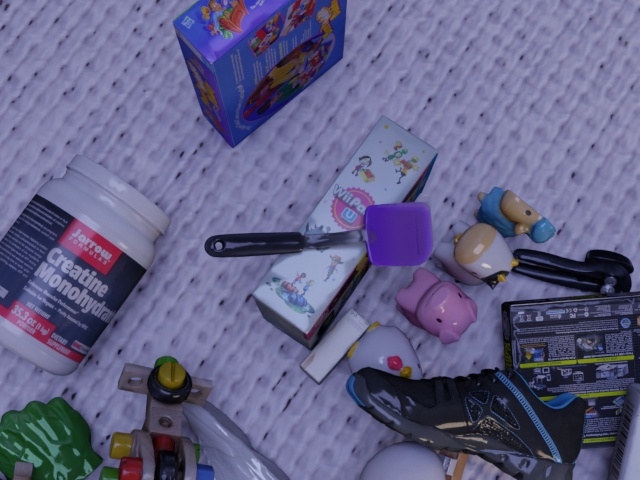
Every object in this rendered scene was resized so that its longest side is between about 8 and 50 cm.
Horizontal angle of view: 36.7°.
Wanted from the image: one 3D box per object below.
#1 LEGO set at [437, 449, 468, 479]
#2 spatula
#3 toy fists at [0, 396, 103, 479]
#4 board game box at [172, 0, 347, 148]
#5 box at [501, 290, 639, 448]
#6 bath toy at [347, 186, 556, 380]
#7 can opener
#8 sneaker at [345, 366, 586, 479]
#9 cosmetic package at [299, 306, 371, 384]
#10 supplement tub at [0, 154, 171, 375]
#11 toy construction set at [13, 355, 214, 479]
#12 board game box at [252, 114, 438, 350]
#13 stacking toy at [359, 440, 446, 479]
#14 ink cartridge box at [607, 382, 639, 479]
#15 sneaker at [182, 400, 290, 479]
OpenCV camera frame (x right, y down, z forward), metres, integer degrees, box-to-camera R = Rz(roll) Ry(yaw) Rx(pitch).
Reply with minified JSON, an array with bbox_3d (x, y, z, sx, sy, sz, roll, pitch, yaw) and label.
[{"bbox_3d":[0.186,0.440,1.343,0.107,0.132,0.287,21,52,-16],"label":"LEGO set"},{"bbox_3d":[0.000,0.000,1.235,0.296,0.030,0.084,-4,82,-3],"label":"spatula"},{"bbox_3d":[-0.449,0.337,1.357,0.279,0.096,0.142,-39,94,-9],"label":"toy fists"},{"bbox_3d":[-0.073,-0.280,1.357,0.233,0.347,0.078,-41,81,-9],"label":"board game box"},{"bbox_3d":[0.405,0.187,1.395,0.270,0.060,0.216,-5,92,-1],"label":"box"},{"bbox_3d":[0.184,0.086,1.386,0.129,0.151,0.348,38,82,17],"label":"bath toy"},{"bbox_3d":[0.378,0.048,1.454,0.186,0.073,0.059,6,117,3],"label":"can opener"},{"bbox_3d":[0.199,0.224,1.310,0.340,0.125,0.140,21,88,-12],"label":"sneaker"},{"bbox_3d":[0.021,0.156,1.417,0.041,0.060,0.115,42,79,8],"label":"cosmetic package"},{"bbox_3d":[-0.358,0.035,1.369,0.191,0.191,0.272,33,80,6],"label":"supplement tub"},{"bbox_3d":[-0.262,0.288,1.283,0.308,0.257,0.237,-7,47,-1],"label":"toy construction set"},{"bbox_3d":[0.035,-0.002,1.366,0.097,0.224,0.303,34,81,7],"label":"board game box"},{"bbox_3d":[0.025,0.475,1.248,0.350,0.351,0.480,34,68,6],"label":"stacking toy"},{"bbox_3d":[0.585,0.385,1.314,0.384,0.091,0.308,11,94,6],"label":"ink cartridge box"},{"bbox_3d":[-0.138,0.317,1.378,0.094,0.080,0.212,-45,84,2],"label":"sneaker"}]
